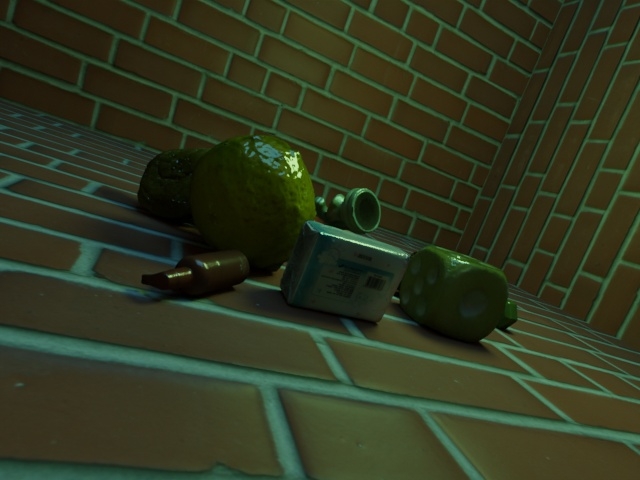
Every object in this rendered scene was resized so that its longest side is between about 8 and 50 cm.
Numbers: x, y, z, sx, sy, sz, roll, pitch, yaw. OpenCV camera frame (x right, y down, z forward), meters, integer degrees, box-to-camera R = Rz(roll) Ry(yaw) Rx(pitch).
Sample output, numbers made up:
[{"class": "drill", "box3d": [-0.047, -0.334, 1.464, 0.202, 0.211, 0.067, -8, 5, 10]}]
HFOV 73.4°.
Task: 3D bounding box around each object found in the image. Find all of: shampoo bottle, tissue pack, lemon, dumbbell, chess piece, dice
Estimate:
[{"class": "shampoo bottle", "box3d": [-0.237, 0.065, 0.862, 0.085, 0.086, 0.244, 24, 11, 20]}, {"class": "tissue pack", "box3d": [0.058, 0.079, 1.060, 0.270, 0.202, 0.124, 17, 17, -25]}, {"class": "lemon", "box3d": [-0.178, -0.102, 1.168, 0.349, 0.388, 0.350, -12, -4, -1]}, {"class": "dumbbell", "box3d": [0.586, 0.246, 1.541, 0.301, 0.108, 0.121, 15, 10, -35]}, {"class": "chess piece", "box3d": [0.071, -0.100, 1.651, 0.175, 0.176, 0.298, 13, -13, -41]}, {"class": "dice", "box3d": [0.399, 0.154, 1.306, 0.238, 0.227, 0.233, 16, 8, -20]}]

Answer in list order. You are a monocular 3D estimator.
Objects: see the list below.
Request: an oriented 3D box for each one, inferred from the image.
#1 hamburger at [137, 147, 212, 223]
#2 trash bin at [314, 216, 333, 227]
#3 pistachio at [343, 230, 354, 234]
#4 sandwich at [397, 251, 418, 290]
[{"class": "hamburger", "box3d": [-0.436, -0.187, 1.349, 0.284, 0.266, 0.134, 0, -23, 6]}, {"class": "trash bin", "box3d": [0.000, 0.000, 1.568, 0.238, 0.161, 0.184, 30, 10, 6]}, {"class": "pistachio", "box3d": [0.113, 0.020, 1.755, 0.145, 0.117, 0.200, -8, 20, -29]}, {"class": "sandwich", "box3d": [0.352, 0.138, 1.551, 0.079, 0.159, 0.235, 22, -12, 40]}]
